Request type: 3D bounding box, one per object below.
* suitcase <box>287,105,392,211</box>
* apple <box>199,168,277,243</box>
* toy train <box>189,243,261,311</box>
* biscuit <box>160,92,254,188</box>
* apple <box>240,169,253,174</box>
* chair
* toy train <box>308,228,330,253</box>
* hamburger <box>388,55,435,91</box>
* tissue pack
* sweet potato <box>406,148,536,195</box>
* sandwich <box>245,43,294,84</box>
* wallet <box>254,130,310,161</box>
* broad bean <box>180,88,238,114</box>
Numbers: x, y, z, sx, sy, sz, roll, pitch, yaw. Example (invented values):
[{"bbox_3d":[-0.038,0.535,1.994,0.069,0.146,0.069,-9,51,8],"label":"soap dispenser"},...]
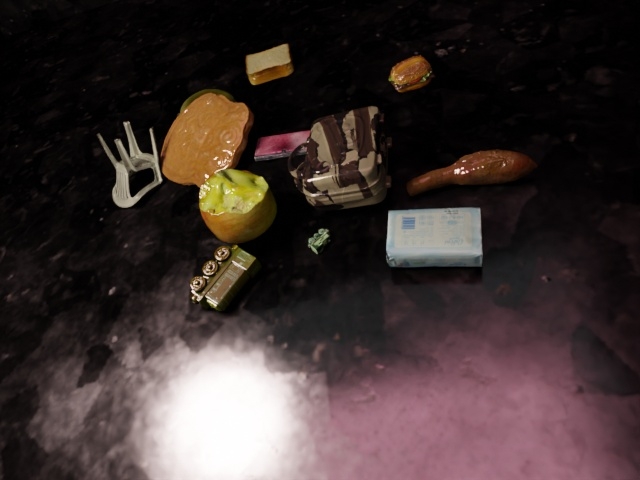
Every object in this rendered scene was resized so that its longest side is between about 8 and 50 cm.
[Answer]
[{"bbox_3d":[0.062,-0.260,1.620,0.338,0.194,0.352,-8,50,20],"label":"suitcase"},{"bbox_3d":[-0.260,-0.117,1.573,0.226,0.246,0.246,-19,50,0],"label":"apple"},{"bbox_3d":[-0.297,0.118,1.509,0.137,0.090,0.226,28,70,22],"label":"toy train"},{"bbox_3d":[-0.448,-0.384,1.878,0.364,0.062,0.385,24,85,27],"label":"biscuit"},{"bbox_3d":[-0.274,-0.212,1.756,0.071,0.084,0.084,25,61,0],"label":"apple"},{"bbox_3d":[-0.737,-0.291,1.894,0.203,0.275,0.190,17,39,36],"label":"chair"},{"bbox_3d":[0.000,0.000,1.539,0.083,0.033,0.053,-41,58,-15],"label":"toy train"},{"bbox_3d":[0.345,-0.651,1.892,0.165,0.087,0.137,-21,50,2],"label":"hamburger"},{"bbox_3d":[0.325,-0.007,1.406,0.263,0.089,0.177,-1,55,14],"label":"tissue pack"},{"bbox_3d":[0.459,-0.213,1.514,0.384,0.109,0.109,-8,52,19],"label":"sweet potato"},{"bbox_3d":[-0.228,-0.794,2.203,0.214,0.065,0.186,-16,51,5],"label":"sandwich"},{"bbox_3d":[-0.134,-0.364,1.867,0.232,0.025,0.119,-6,52,12],"label":"wallet"},{"bbox_3d":[-0.462,-0.536,2.043,0.291,0.119,0.238,30,70,34],"label":"broad bean"}]
